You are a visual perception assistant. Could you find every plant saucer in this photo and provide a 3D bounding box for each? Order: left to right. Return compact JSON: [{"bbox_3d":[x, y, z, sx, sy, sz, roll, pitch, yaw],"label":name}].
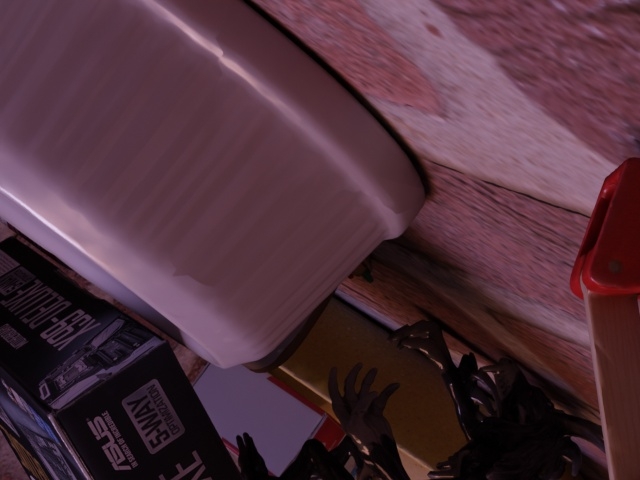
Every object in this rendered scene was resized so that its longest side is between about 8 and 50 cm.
[{"bbox_3d":[0.104,0.168,1.553,0.333,0.081,0.333,32,171,26],"label":"plant saucer"}]

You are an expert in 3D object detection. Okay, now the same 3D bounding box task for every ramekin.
[{"bbox_3d":[-0.094,-0.049,0.899,0.273,0.127,0.273,36,173,5],"label":"ramekin"}]

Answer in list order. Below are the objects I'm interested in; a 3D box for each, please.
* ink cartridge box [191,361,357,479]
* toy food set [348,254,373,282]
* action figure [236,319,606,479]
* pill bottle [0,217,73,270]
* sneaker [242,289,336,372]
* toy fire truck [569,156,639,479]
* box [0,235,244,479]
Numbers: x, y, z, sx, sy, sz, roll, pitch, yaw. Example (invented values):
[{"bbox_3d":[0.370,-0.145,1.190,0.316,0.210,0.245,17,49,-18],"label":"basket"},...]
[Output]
[{"bbox_3d":[-0.024,0.176,1.595,0.127,0.072,0.175,30,170,34],"label":"ink cartridge box"},{"bbox_3d":[0.000,0.000,1.195,0.083,0.020,0.082,33,172,16],"label":"toy food set"},{"bbox_3d":[0.057,0.130,1.214,0.164,0.276,0.141,-15,-94,-69],"label":"action figure"},{"bbox_3d":[-0.212,-0.086,1.226,0.221,0.121,0.121,34,173,9],"label":"pill bottle"},{"bbox_3d":[-0.091,0.005,1.340,0.153,0.099,0.282,36,176,-17],"label":"sneaker"},{"bbox_3d":[0.141,0.077,0.580,0.135,0.192,0.047,7,173,-1],"label":"toy fire truck"},{"bbox_3d":[-0.118,0.140,1.108,0.307,0.076,0.242,24,144,63],"label":"box"}]
